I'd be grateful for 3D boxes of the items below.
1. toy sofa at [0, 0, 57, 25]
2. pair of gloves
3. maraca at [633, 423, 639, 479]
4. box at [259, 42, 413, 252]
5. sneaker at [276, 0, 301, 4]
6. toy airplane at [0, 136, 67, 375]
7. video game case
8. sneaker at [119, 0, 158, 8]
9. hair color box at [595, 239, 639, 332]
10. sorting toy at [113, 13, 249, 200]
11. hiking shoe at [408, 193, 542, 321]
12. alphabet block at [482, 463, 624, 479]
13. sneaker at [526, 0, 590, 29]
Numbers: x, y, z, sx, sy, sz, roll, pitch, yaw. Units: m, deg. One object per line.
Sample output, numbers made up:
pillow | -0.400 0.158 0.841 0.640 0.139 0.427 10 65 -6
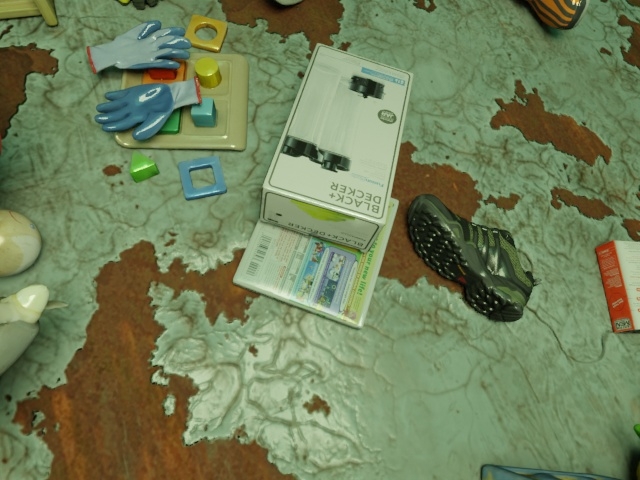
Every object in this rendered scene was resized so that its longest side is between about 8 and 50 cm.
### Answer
toy sofa | -0.603 -0.410 0.602 0.362 0.150 0.177 -15 69 -13
pair of gloves | -0.261 -0.240 0.621 0.159 0.023 0.198 -17 74 -5
maraca | 0.455 0.309 0.517 0.099 0.127 0.186 -34 109 -3
box | 0.032 -0.144 0.621 0.169 0.087 0.290 18 62 -2
sneaker | -0.062 -0.552 0.764 0.169 0.108 0.293 32 60 4
toy airplane | -0.453 0.022 0.444 0.384 0.272 0.387 -15 80 26
video game case | 0.000 0.000 0.621 0.193 0.023 0.213 20 69 -1
sneaker | -0.391 -0.553 0.685 0.343 0.146 0.134 39 70 6
hair color box | 0.495 0.074 0.661 0.071 0.043 0.141 4 70 -7
sorting toy | -0.213 -0.232 0.654 0.195 0.047 0.348 1 71 -8
hiking shoe | 0.229 0.011 0.632 0.114 0.086 0.227 -38 86 -32
alphabet block | 0.308 0.374 0.453 0.193 0.192 0.197 8 69 -4
sneaker | 0.373 -0.525 0.819 0.179 0.125 0.321 -12 63 -8
